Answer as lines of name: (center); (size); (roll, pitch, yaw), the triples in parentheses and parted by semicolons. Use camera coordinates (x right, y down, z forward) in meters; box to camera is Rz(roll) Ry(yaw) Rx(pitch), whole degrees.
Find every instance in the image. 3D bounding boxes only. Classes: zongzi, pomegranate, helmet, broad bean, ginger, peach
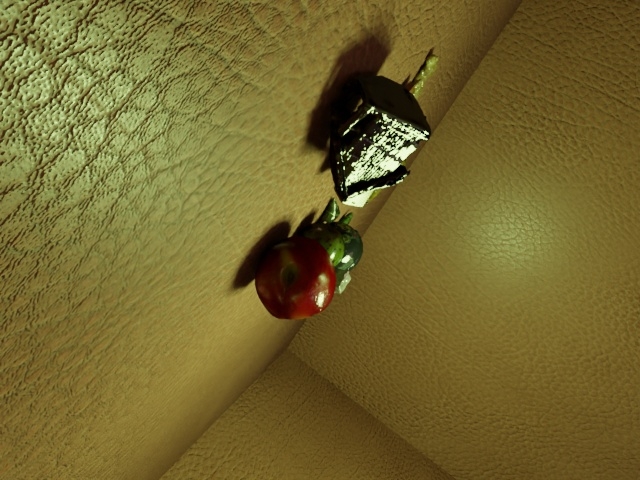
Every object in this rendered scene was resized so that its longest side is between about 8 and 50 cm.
zongzi: (0.059, -0.137, 2.050); (0.109, 0.055, 0.119); (-43, 155, -60)
pomegranate: (-0.016, 0.047, 1.878); (0.247, 0.202, 0.202); (-60, 173, -12)
helmet: (0.033, 0.028, 2.064); (0.279, 0.230, 0.160); (-31, 147, -1)
broad bean: (0.067, -0.020, 2.553); (0.291, 0.049, 0.144); (-55, 178, 21)
ginger: (0.392, -0.617, 1.948); (0.176, 0.053, 0.193); (-59, 173, -5)
peach: (-0.079, 0.126, 1.654); (0.281, 0.281, 0.338); (-53, 171, -5)

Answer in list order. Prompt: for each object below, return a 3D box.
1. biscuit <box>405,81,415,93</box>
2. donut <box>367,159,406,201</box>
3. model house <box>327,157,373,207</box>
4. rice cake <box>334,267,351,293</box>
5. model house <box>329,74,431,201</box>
biscuit: (0.270, -0.457, 1.896); (0.306, 0.043, 0.284); (-57, 168, 32)
donut: (0.231, -0.275, 2.035); (0.208, 0.128, 0.261); (-45, -179, -36)
model house: (0.096, -0.204, 1.549); (0.180, 0.176, 0.248); (-58, 175, 23)
rice cake: (-0.023, 0.135, 1.955); (0.106, 0.298, 0.050); (-46, 135, -41)
model house: (0.105, -0.285, 1.364); (0.282, 0.297, 0.317); (-49, -147, 32)
